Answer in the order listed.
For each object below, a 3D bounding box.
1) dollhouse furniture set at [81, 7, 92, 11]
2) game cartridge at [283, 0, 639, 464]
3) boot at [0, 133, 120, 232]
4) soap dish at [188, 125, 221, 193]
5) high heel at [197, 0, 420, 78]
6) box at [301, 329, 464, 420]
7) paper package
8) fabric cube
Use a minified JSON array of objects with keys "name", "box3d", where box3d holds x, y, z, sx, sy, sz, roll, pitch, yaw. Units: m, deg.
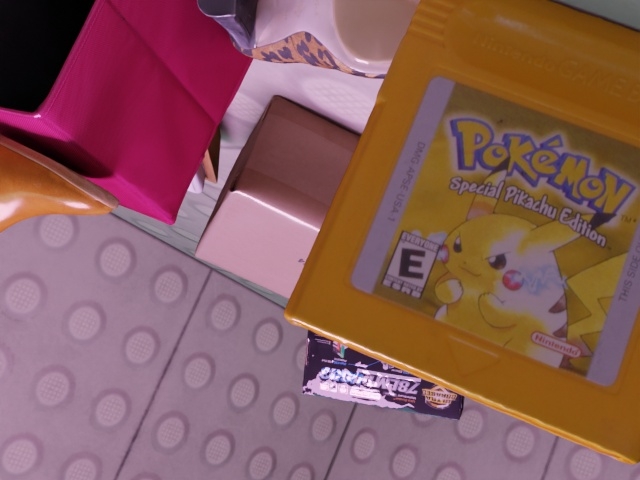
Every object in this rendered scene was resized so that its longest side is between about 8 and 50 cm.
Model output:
[{"name":"dollhouse furniture set","box3d":[-0.371,-0.314,1.029,0.128,0.129,0.183,19,-163,25]},{"name":"game cartridge","box3d":[0.162,-0.032,0.660,0.285,0.324,0.053,22,171,7]},{"name":"boot","box3d":[-0.348,0.000,0.799,0.295,0.211,0.104,19,169,21]},{"name":"soap dish","box3d":[-0.292,-0.195,1.325,0.290,0.118,0.229,23,169,2]},{"name":"high heel","box3d":[0.026,-0.204,0.826,0.261,0.093,0.186,13,-175,9]},{"name":"box","box3d":[0.125,0.152,1.504,0.295,0.294,0.073,7,-171,14]},{"name":"paper package","box3d":[0.008,-0.020,1.258,0.324,0.168,0.309,25,154,-9]},{"name":"fabric cube","box3d":[-0.258,-0.202,0.879,0.254,0.259,0.258,18,166,23]}]
